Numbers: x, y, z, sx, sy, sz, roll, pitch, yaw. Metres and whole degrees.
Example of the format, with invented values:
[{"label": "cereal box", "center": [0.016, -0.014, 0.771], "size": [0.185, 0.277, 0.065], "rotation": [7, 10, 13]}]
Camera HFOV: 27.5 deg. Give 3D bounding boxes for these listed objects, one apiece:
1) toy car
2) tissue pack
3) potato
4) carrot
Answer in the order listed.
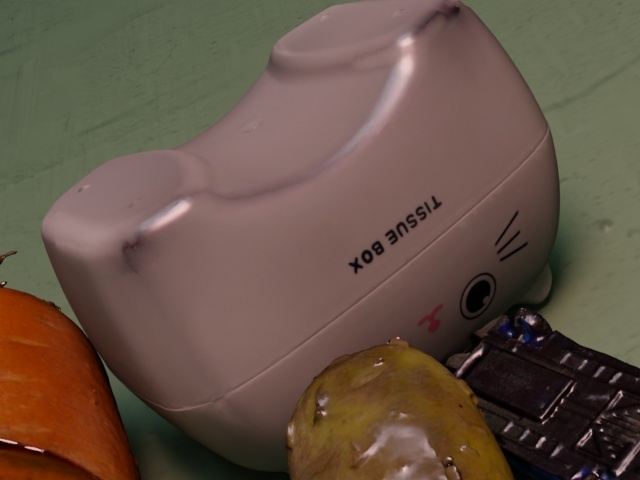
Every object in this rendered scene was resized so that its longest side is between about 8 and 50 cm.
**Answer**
[{"label": "toy car", "center": [0.155, 0.112, 0.787], "size": [0.103, 0.063, 0.216], "rotation": [-46, 38, -19]}, {"label": "tissue pack", "center": [0.000, 0.000, 0.909], "size": [0.333, 0.236, 0.229], "rotation": [-37, 23, -18]}, {"label": "potato", "center": [0.049, 0.168, 0.720], "size": [0.149, 0.113, 0.251], "rotation": [-50, 42, 31]}, {"label": "carrot", "center": [-0.239, 0.138, 0.897], "size": [0.214, 0.193, 0.331], "rotation": [-5, 30, -14]}]
